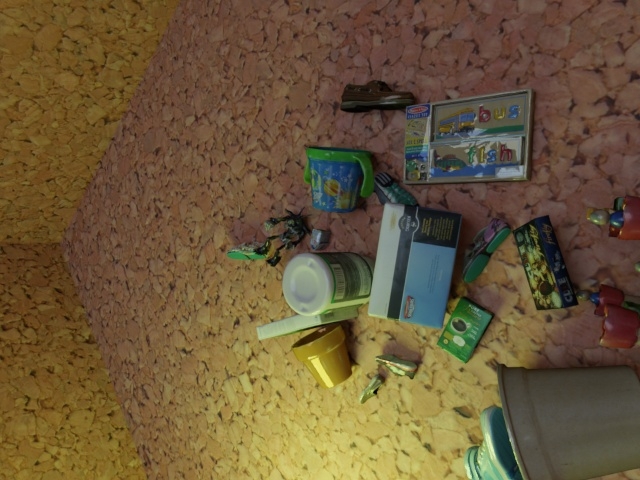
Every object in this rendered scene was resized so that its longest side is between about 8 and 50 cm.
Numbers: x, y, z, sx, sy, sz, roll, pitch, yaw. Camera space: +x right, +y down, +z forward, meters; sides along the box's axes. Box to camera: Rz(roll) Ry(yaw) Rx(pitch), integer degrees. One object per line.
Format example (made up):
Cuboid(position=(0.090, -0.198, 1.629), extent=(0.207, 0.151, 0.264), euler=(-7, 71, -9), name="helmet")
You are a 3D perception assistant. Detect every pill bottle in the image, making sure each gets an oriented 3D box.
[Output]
Cuboid(position=(0.059, 0.140, 1.562), extent=(0.204, 0.361, 0.204), euler=(-1, 88, 38), name="pill bottle")

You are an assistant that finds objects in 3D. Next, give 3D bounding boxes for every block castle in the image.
Cuboid(position=(0.693, 0.058, 1.012), extent=(0.213, 0.453, 0.302), euler=(10, 96, 30), name="block castle")

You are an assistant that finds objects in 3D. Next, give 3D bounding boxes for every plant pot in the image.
Cuboid(position=(0.022, 0.438, 1.704), extent=(0.205, 0.205, 0.188), euler=(-26, 88, 35), name="plant pot")
Cuboid(position=(0.652, 0.452, 1.145), extent=(0.306, 0.334, 0.333), euler=(-19, 77, 25), name="plant pot")

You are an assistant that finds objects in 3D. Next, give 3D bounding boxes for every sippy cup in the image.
Cuboid(position=(0.060, -0.222, 1.673), extent=(0.240, 0.305, 0.224), euler=(3, 104, -4), name="sippy cup")

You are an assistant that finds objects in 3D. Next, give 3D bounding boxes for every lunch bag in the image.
Cuboid(position=(0.000, 0.000, 1.797), extent=(0.053, 0.071, 0.083), euler=(17, 97, 33), name="lunch bag")

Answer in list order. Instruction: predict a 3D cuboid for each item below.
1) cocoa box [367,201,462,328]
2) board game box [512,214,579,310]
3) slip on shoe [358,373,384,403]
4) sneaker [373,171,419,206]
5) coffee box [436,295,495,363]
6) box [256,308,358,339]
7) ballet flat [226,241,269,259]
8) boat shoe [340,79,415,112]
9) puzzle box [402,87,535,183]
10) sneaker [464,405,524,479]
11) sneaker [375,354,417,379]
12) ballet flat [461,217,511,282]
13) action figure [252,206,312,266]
Cuboid(position=(0.298, 0.068, 1.424), extent=(0.228, 0.231, 0.347), euler=(10, 95, 14), name="cocoa box")
Cuboid(position=(0.614, 0.068, 1.260), extent=(0.042, 0.165, 0.243), euler=(-13, 78, 0), name="board game box")
Cuboid(position=(0.186, 0.547, 1.653), extent=(0.041, 0.051, 0.135), euler=(41, 105, 34), name="slip on shoe")
Cuboid(position=(0.265, -0.136, 1.608), extent=(0.223, 0.083, 0.098), euler=(54, 155, 15), name="sneaker")
Cuboid(position=(0.459, 0.283, 1.448), extent=(0.113, 0.040, 0.184), euler=(32, 108, 34), name="coffee box")
Cuboid(position=(-0.051, 0.309, 1.727), extent=(0.322, 0.232, 0.058), euler=(-21, 75, 37), name="box")
Cuboid(position=(-0.319, 0.044, 2.054), extent=(0.241, 0.091, 0.077), euler=(-1, 58, 34), name="ballet flat")
Cuboid(position=(0.196, -0.523, 1.629), extent=(0.307, 0.111, 0.104), euler=(10, 96, 38), name="boat shoe")
Cuboid(position=(0.459, -0.319, 1.456), extent=(0.409, 0.052, 0.272), euler=(2, 90, 38), name="puzzle box")
Cuboid(position=(0.479, 0.608, 1.313), extent=(0.208, 0.127, 0.319), euler=(-11, 104, 57), name="sneaker")
Cuboid(position=(0.258, 0.446, 1.593), extent=(0.158, 0.061, 0.064), euler=(9, 101, 39), name="sneaker")
Cuboid(position=(0.496, 0.028, 1.413), extent=(0.221, 0.077, 0.079), euler=(-58, 39, 16), name="ballet flat")
Cuboid(position=(-0.151, -0.019, 1.866), extent=(0.164, 0.141, 0.275), euler=(43, 108, 11), name="action figure")
